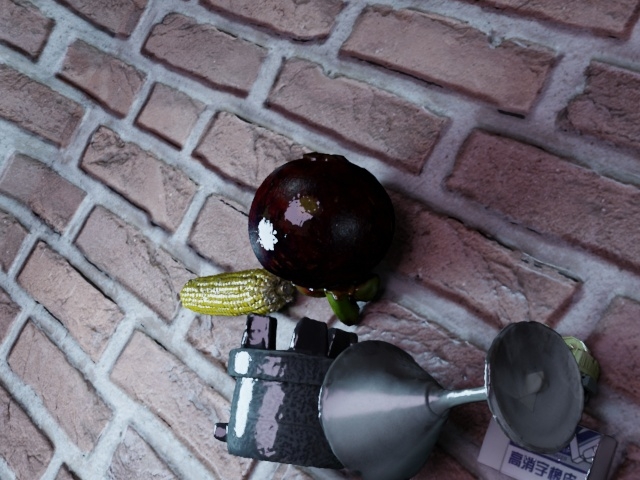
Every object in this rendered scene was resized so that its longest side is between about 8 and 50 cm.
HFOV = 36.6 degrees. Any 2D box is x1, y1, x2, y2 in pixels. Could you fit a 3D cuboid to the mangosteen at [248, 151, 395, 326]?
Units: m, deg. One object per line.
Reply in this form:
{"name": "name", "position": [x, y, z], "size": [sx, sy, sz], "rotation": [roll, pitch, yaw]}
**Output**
{"name": "mangosteen", "position": [0.000, 0.000, 1.984], "size": [0.306, 0.306, 0.360], "rotation": [8, 97, 43]}

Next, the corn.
{"name": "corn", "position": [-0.196, 0.122, 2.223], "size": [0.317, 0.115, 0.115], "rotation": [-9, 65, 39]}

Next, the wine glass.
{"name": "wine glass", "position": [0.219, 0.263, 1.608], "size": [0.406, 0.267, 0.267], "rotation": [-24, 55, 51]}

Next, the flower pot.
{"name": "flower pot", "position": [-0.057, 0.293, 1.914], "size": [0.299, 0.299, 0.283], "rotation": [0, 79, 42]}

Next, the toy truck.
{"name": "toy truck", "position": [0.392, 0.206, 1.677], "size": [0.191, 0.085, 0.116], "rotation": [9, 67, 43]}

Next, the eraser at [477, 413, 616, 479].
{"name": "eraser", "position": [0.378, 0.355, 1.631], "size": [0.210, 0.068, 0.125], "rotation": [14, 83, 45]}
